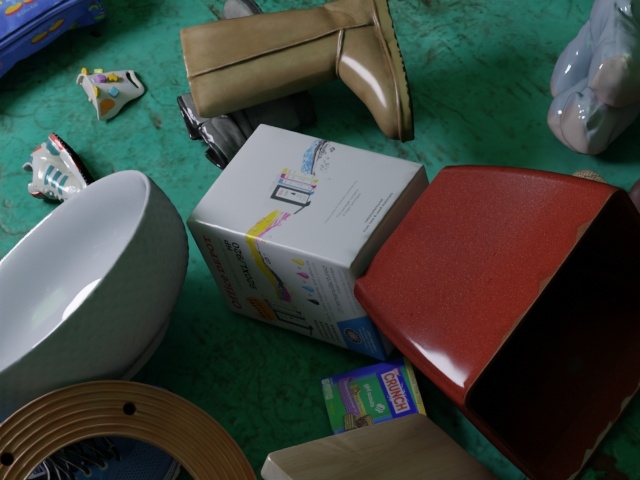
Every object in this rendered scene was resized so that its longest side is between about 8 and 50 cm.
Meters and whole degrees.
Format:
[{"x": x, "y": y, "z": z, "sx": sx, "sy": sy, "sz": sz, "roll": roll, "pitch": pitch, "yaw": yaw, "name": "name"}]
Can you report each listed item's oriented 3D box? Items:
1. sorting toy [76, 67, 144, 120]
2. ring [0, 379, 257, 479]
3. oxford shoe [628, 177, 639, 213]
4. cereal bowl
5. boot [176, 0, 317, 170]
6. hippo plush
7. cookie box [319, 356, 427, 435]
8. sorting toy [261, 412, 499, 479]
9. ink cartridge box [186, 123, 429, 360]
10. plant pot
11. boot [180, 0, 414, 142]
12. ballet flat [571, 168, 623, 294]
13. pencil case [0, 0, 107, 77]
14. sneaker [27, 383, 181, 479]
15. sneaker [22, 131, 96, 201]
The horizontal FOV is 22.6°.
[{"x": -0.283, "y": -0.211, "z": 2.180, "sx": 0.075, "sy": 0.045, "sz": 0.083, "roll": -15, "pitch": 49, "yaw": -25, "name": "sorting toy"}, {"x": -0.219, "y": 0.314, "z": 1.667, "sx": 0.336, "sy": 0.032, "sz": 0.337, "roll": 5, "pitch": 74, "yaw": -17, "name": "ring"}, {"x": 0.439, "y": 0.037, "z": 1.820, "sx": 0.097, "sy": 0.098, "sz": 0.271, "roll": -12, "pitch": 64, "yaw": -28, "name": "oxford shoe"}, {"x": -0.275, "y": 0.084, "z": 1.837, "sx": 0.339, "sy": 0.141, "sz": 0.339, "roll": -35, "pitch": 26, "yaw": 20, "name": "cereal bowl"}, {"x": -0.123, "y": -0.216, "z": 2.116, "sx": 0.161, "sy": 0.083, "sz": 0.246, "roll": -25, "pitch": 57, "yaw": -6, "name": "boot"}, {"x": 0.427, "y": -0.205, "z": 1.958, "sx": 0.236, "sy": 0.234, "sz": 0.294, "roll": 18, "pitch": 61, "yaw": -7, "name": "hippo plush"}, {"x": 0.062, "y": 0.188, "z": 1.799, "sx": 0.107, "sy": 0.040, "sz": 0.092, "roll": -15, "pitch": 50, "yaw": -1, "name": "cookie box"}, {"x": 0.096, "y": 0.303, "z": 1.603, "sx": 0.255, "sy": 0.089, "sz": 0.257, "roll": 40, "pitch": 29, "yaw": 30, "name": "sorting toy"}, {"x": 0.000, "y": 0.000, "z": 1.854, "sx": 0.232, "sy": 0.171, "sz": 0.168, "roll": 16, "pitch": 55, "yaw": 32, "name": "ink cartridge box"}, {"x": 0.198, "y": 0.069, "z": 1.709, "sx": 0.235, "sy": 0.267, "sz": 0.267, "roll": 30, "pitch": 79, "yaw": 41, "name": "plant pot"}, {"x": -0.027, "y": -0.197, "z": 2.017, "sx": 0.269, "sy": 0.089, "sz": 0.236, "roll": -14, "pitch": 59, "yaw": 3, "name": "boot"}, {"x": 0.323, "y": -0.010, "z": 1.872, "sx": 0.067, "sy": 0.073, "sz": 0.206, "roll": 11, "pitch": 40, "yaw": -35, "name": "ballet flat"}, {"x": -0.439, "y": -0.289, "z": 2.212, "sx": 0.306, "sy": 0.119, "sz": 0.133, "roll": -35, "pitch": 37, "yaw": -15, "name": "pencil case"}, {"x": -0.282, "y": 0.270, "z": 1.740, "sx": 0.330, "sy": 0.147, "sz": 0.130, "roll": -41, "pitch": 56, "yaw": -20, "name": "sneaker"}, {"x": -0.334, "y": -0.067, "z": 2.073, "sx": 0.075, "sy": 0.057, "sz": 0.161, "roll": -39, "pitch": 55, "yaw": 3, "name": "sneaker"}]
